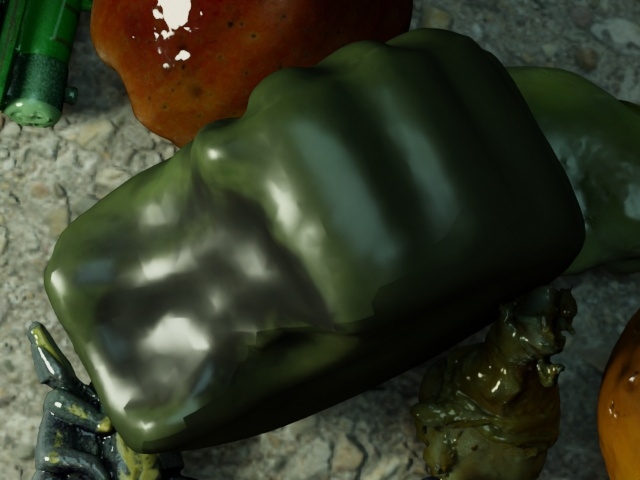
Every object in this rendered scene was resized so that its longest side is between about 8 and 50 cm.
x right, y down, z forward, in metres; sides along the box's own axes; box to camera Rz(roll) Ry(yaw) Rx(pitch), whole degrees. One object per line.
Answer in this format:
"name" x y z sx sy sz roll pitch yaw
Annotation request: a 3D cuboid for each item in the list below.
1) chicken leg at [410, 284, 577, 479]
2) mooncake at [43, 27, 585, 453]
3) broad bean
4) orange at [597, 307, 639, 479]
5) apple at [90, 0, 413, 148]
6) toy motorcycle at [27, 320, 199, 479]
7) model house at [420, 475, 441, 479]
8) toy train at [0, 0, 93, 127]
"chicken leg" 0.119 0.105 1.366 0.103 0.228 0.088 19 53 9
"mooncake" 0.000 0.000 1.316 0.351 0.351 0.187 -25 77 -13
"broad bean" 0.172 -0.053 1.483 0.228 0.100 0.169 0 69 -3
"orange" 0.314 0.122 1.363 0.246 0.246 0.246 2 72 -5
"apple" -0.055 -0.178 1.445 0.234 0.234 0.234 2 72 -5
"toy motorcycle" -0.155 0.142 1.406 0.124 0.061 0.193 -21 84 -19
"model house" 0.039 0.281 1.252 0.280 0.312 0.245 -32 75 -12
"toy train" -0.222 -0.200 1.502 0.119 0.085 0.251 13 71 -11
